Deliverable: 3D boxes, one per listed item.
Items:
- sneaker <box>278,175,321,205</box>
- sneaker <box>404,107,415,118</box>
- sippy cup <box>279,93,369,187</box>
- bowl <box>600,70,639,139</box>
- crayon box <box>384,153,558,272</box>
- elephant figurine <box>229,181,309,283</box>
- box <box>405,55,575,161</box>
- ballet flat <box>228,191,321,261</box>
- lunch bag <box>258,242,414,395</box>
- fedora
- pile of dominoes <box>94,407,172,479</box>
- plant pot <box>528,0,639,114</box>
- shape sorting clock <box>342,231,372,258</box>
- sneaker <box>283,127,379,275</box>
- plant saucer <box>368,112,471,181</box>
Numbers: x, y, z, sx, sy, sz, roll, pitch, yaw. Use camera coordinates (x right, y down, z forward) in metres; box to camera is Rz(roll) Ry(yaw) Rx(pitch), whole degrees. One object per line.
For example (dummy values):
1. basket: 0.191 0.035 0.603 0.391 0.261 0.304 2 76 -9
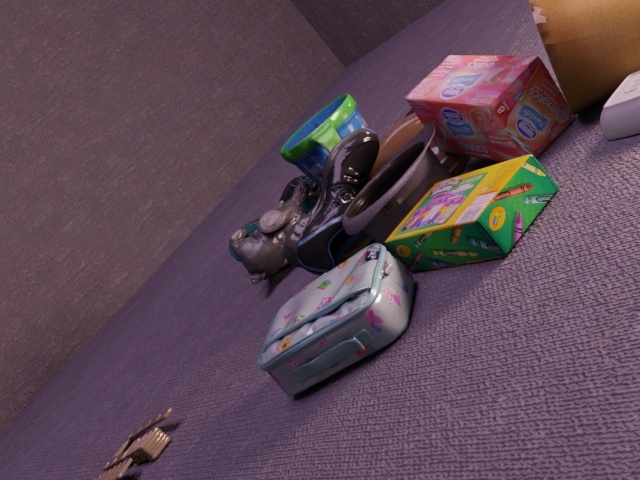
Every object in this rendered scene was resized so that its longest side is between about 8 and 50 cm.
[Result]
1. sneaker: -0.025 -0.139 2.579 0.267 0.101 0.106 -34 18 31
2. sneaker: 0.239 -0.245 2.215 0.296 0.104 0.147 -62 4 -30
3. sippy cup: 0.053 -0.217 2.334 0.240 0.224 0.305 -30 18 37
4. bowl: 0.517 -0.229 1.456 0.142 0.053 0.142 -48 14 -21
5. crayon box: 0.248 -0.040 1.545 0.165 0.081 0.278 -47 14 -24
6. elephant figurine: -0.099 -0.023 2.279 0.239 0.186 0.169 -40 -19 8
7. box: 0.321 -0.259 1.768 0.142 0.154 0.300 -44 26 -12
8. ballet flat: -0.098 -0.040 2.486 0.342 0.116 0.124 -33 -4 31
9. lunch bag: 0.028 0.134 1.552 0.279 0.108 0.224 -35 15 26
10. fedora: 0.172 -0.088 1.811 0.275 0.124 0.244 -46 11 10
11. pile of dominoes: -0.396 0.458 1.918 0.251 0.040 0.196 -38 12 52
12. plant pot: 0.526 -0.377 1.603 0.254 0.237 0.237 -20 21 20
13. shape sorting clock: 0.090 -0.035 2.049 0.206 0.040 0.206 -41 21 20
14. sneaker: 0.058 -0.078 1.976 0.139 0.125 0.341 24 88 39
15. plant saucer: 0.216 -0.195 2.006 0.278 0.041 0.278 -26 39 23
